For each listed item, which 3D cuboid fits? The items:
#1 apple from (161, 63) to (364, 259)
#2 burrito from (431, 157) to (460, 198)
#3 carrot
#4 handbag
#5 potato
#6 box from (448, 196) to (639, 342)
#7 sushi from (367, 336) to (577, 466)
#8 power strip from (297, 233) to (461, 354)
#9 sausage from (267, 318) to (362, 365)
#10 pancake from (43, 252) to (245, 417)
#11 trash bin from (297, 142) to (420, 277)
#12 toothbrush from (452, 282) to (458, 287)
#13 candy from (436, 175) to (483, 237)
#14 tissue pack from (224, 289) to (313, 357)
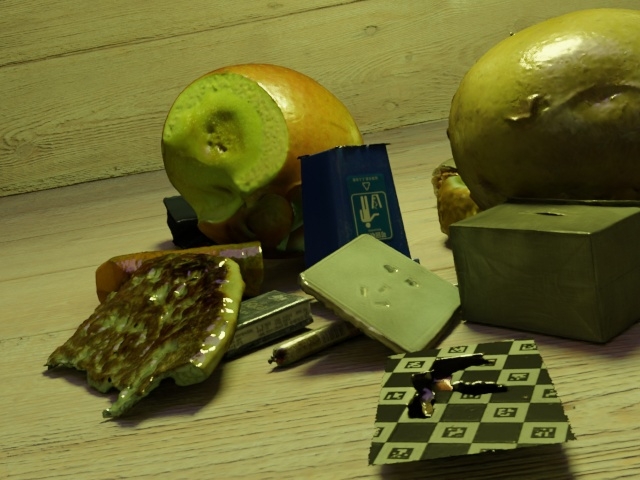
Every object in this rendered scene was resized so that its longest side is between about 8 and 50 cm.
[{"bbox_3d":[-0.105,-0.136,1.698,0.383,0.375,0.374,1,10,-18],"label":"apple"},{"bbox_3d":[0.351,-0.146,2.044,0.143,0.105,0.299,3,17,33],"label":"burrito"},{"bbox_3d":[-0.241,0.065,1.590,0.301,0.114,0.114,-7,14,5],"label":"carrot"},{"bbox_3d":[-0.187,-0.060,2.030,0.303,0.122,0.329,-16,14,-13],"label":"handbag"},{"bbox_3d":[0.425,-0.157,1.379,0.441,0.386,0.319,-10,10,6],"label":"potato"},{"bbox_3d":[0.315,0.030,1.222,0.148,0.156,0.231,-21,18,-38],"label":"box"},{"bbox_3d":[0.152,0.180,0.959,0.192,0.043,0.279,-8,13,7],"label":"sushi"},{"bbox_3d":[0.086,0.089,1.274,0.198,0.065,0.213,34,34,17],"label":"power strip"},{"bbox_3d":[0.038,0.126,1.293,0.269,0.033,0.032,-19,16,-31],"label":"sausage"},{"bbox_3d":[-0.236,0.130,1.331,0.305,0.067,0.426,-41,27,-22],"label":"pancake"},{"bbox_3d":[0.046,-0.031,1.464,0.162,0.235,0.184,-8,0,-31],"label":"trash bin"},{"bbox_3d":[0.164,0.082,1.407,0.287,0.024,0.026,-9,-1,10],"label":"toothbrush"},{"bbox_3d":[0.346,-0.066,1.685,0.259,0.118,0.260,-7,13,2],"label":"candy"},{"bbox_3d":[-0.103,0.123,1.371,0.156,0.051,0.112,-19,15,-30],"label":"tissue pack"}]
